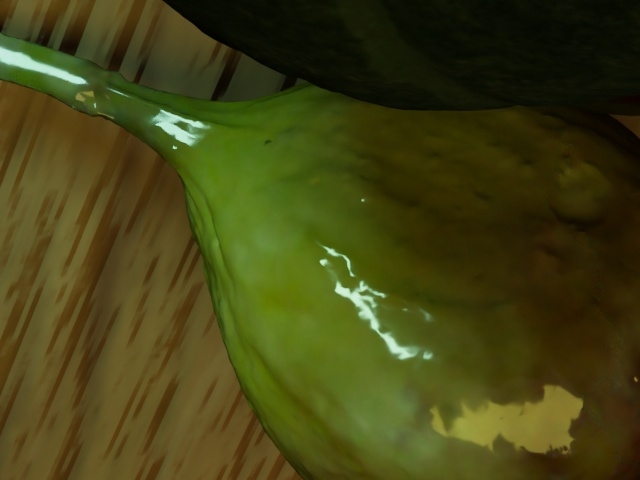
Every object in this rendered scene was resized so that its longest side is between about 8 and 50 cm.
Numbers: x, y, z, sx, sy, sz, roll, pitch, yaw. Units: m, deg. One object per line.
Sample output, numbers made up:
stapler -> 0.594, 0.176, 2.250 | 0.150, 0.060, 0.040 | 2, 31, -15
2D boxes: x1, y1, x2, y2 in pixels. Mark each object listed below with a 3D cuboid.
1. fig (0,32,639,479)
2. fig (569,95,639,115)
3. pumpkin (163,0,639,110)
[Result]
fig -> 0.000, 0.000, 0.582 | 0.257, 0.159, 0.159 | 28, 117, -6
fig -> 0.148, -0.115, 0.542 | 0.236, 0.124, 0.124 | -19, 128, -14
pumpkin -> 0.069, -0.176, 0.340 | 0.328, 0.291, 0.257 | -16, 167, 27
